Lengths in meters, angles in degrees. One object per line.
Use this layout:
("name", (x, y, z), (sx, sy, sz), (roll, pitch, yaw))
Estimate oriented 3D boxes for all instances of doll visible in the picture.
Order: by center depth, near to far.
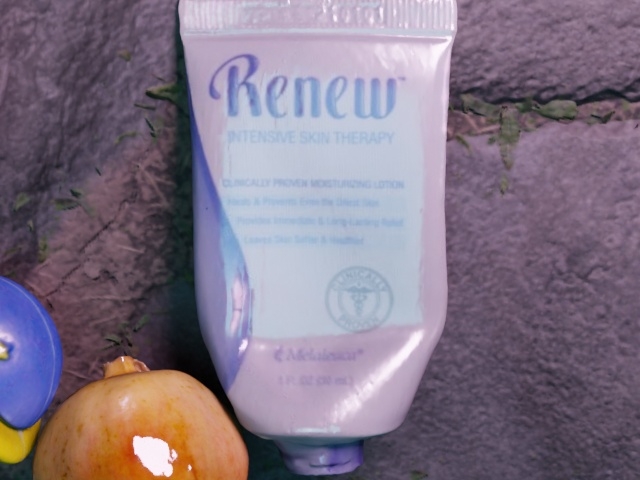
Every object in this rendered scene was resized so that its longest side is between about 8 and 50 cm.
("doll", (-0.356, 0.079, 1.703), (0.243, 0.159, 0.311), (-25, 87, 27))

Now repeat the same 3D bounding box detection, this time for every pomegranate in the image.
("pomegranate", (-0.157, 0.200, 1.683), (0.191, 0.191, 0.191), (2, 114, 4))

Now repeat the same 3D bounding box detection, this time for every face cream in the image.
("face cream", (0.000, 0.000, 1.659), (0.235, 0.137, 0.420), (1, 102, 6))
